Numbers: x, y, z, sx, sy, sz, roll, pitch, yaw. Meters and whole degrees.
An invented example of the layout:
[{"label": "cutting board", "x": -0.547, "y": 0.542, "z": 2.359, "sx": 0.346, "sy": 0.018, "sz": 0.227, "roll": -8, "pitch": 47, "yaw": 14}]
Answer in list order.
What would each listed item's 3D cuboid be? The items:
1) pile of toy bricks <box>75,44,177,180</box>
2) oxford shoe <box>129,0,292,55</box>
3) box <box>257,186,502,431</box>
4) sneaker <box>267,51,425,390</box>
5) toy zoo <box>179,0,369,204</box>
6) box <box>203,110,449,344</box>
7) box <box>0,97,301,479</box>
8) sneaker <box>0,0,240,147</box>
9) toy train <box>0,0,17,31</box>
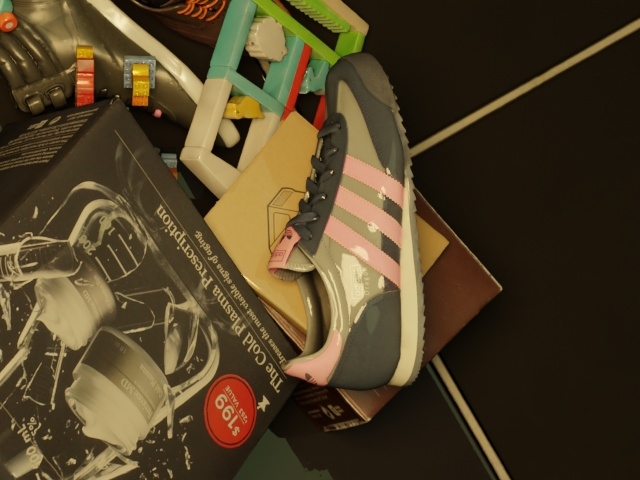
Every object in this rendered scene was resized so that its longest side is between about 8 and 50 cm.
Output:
[{"label": "pile of toy bricks", "x": -0.197, "y": -0.080, "z": 1.484, "sx": 0.118, "sy": 0.105, "sz": 0.212, "roll": 1, "pitch": 122, "yaw": -10}, {"label": "oxford shoe", "x": -0.137, "y": -0.249, "z": 1.558, "sx": 0.271, "sy": 0.098, "sz": 0.097, "roll": 24, "pitch": 112, "yaw": -28}, {"label": "box", "x": 0.039, "y": 0.066, "z": 1.547, "sx": 0.203, "sy": 0.168, "sz": 0.167, "roll": -42, "pitch": 93, "yaw": -18}, {"label": "sneaker", "x": 0.014, "y": -0.021, "z": 1.386, "sx": 0.131, "sy": 0.112, "sz": 0.319, "roll": -3, "pitch": 79, "yaw": -18}, {"label": "toy zoo", "x": -0.049, "y": -0.138, "z": 1.573, "sx": 0.192, "sy": 0.030, "sz": 0.293, "roll": 32, "pitch": 69, "yaw": -48}, {"label": "box", "x": 0.000, "y": 0.000, "z": 1.449, "sx": 0.201, "sy": 0.021, "sz": 0.164, "roll": 40, "pitch": 72, "yaw": -4}, {"label": "box", "x": -0.226, "y": 0.108, "z": 1.353, "sx": 0.343, "sy": 0.179, "sz": 0.312, "roll": 56, "pitch": 50, "yaw": -26}, {"label": "sneaker", "x": -0.229, "y": -0.160, "z": 1.553, "sx": 0.295, "sy": 0.104, "sz": 0.147, "roll": 40, "pitch": 84, "yaw": -11}, {"label": "toy train", "x": -0.372, "y": -0.248, "z": 1.495, "sx": 0.166, "sy": 0.046, "sz": 0.125, "roll": 1, "pitch": 73, "yaw": 24}]
